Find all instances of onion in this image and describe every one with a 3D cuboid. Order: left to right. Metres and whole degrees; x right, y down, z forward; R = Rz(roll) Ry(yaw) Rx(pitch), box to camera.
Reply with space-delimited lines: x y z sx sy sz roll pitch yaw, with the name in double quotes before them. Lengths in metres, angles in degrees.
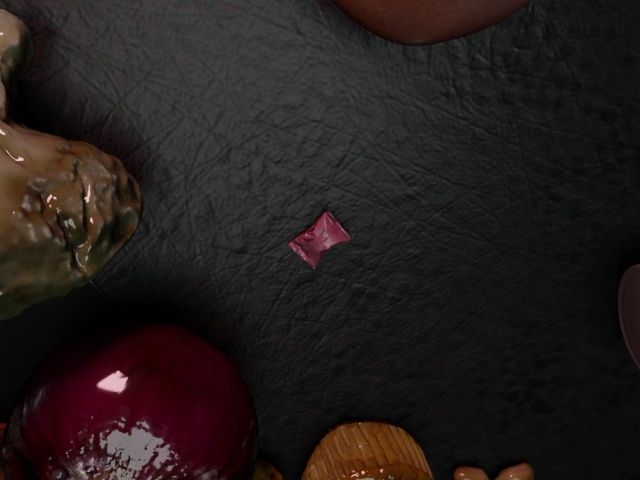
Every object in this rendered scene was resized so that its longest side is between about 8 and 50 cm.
"onion" -0.230 0.241 0.748 0.337 0.282 0.260 26 105 -5

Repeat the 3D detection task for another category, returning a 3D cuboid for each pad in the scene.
"pad" -0.409 0.167 0.833 0.246 0.006 0.170 -33 111 5

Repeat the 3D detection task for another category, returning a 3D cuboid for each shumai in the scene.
"shumai" -0.385 -0.084 0.573 0.292 0.330 0.288 6 123 16

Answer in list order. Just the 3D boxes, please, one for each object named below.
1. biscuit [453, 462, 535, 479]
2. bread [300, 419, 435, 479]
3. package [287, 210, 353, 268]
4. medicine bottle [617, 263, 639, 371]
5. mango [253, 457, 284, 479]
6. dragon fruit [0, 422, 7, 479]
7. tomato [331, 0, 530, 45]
"biscuit" 0.318 0.519 1.049 0.165 0.047 0.207 2 111 -8
"bread" 0.075 0.446 0.938 0.228 0.142 0.253 9 107 -19
"package" 0.000 0.000 0.817 0.083 0.029 0.059 -39 108 16
"medicine bottle" 0.657 0.113 0.839 0.307 0.245 0.244 -9 112 6
"mango" -0.175 0.456 0.914 0.249 0.151 0.155 -19 81 6
"dragon fruit" -0.478 0.408 0.828 0.291 0.189 0.290 0 109 1
"tomato" 0.138 -0.368 0.547 0.342 0.273 0.341 -15 120 -27
